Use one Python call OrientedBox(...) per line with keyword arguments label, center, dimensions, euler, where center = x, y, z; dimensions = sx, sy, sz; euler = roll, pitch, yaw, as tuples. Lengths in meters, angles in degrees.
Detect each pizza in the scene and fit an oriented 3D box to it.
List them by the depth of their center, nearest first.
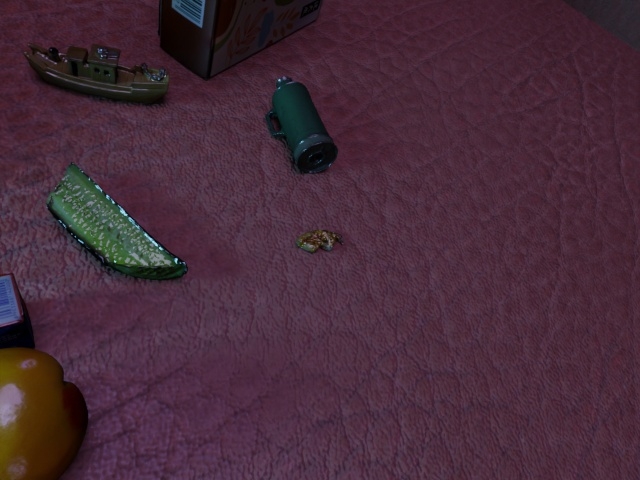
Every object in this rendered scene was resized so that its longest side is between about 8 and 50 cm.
OrientedBox(label="pizza", center=(0.000, 0.000, 0.737), dimensions=(0.083, 0.016, 0.037), euler=(-4, 65, -26))

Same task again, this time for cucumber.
OrientedBox(label="cucumber", center=(-0.271, -0.006, 0.615), dimensions=(0.220, 0.046, 0.070), euler=(39, 54, 9))

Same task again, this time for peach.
OrientedBox(label="peach", center=(-0.279, 0.168, 0.427), dimensions=(0.138, 0.138, 0.138), euler=(11, 53, -15))

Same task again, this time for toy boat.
OrientedBox(label="toy boat", center=(-0.343, -0.266, 0.749), dimensions=(0.206, 0.072, 0.064), euler=(7, 53, -19))

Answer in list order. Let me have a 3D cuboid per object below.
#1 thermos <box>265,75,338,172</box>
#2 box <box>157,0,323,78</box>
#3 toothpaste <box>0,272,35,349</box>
OrientedBox(label="thermos", center=(-0.038, -0.208, 0.840), dimensions=(0.073, 0.083, 0.187), euler=(9, 49, -43))
OrientedBox(label="box", center=(-0.101, -0.526, 0.855), dimensions=(0.122, 0.344, 0.385), euler=(37, 51, 7))
OrientedBox(label="toothpaste", center=(-0.449, 0.112, 0.437), dimensions=(0.320, 0.076, 0.066), euler=(-14, 63, -30))
